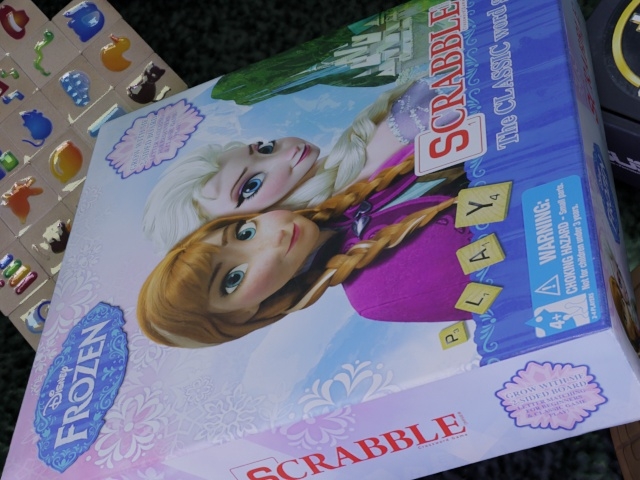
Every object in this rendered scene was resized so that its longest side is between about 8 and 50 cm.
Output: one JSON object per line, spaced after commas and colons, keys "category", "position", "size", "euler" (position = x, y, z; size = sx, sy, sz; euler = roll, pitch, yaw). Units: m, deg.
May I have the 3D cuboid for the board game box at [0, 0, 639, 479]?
{"category": "board game box", "position": [0.000, 0.000, 0.744], "size": [0.318, 0.066, 0.319], "euler": [-20, 37, 19]}

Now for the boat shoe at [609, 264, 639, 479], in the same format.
{"category": "boat shoe", "position": [0.252, 0.147, 0.754], "size": [0.098, 0.109, 0.302], "euler": [-6, 64, -33]}

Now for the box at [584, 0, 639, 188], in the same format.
{"category": "box", "position": [0.365, -0.167, 0.791], "size": [0.318, 0.097, 0.395], "euler": [30, 79, 36]}

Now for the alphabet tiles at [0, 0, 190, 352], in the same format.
{"category": "alphabet tiles", "position": [-0.189, -0.067, 0.960], "size": [0.198, 0.009, 0.237], "euler": [-42, 68, -4]}
